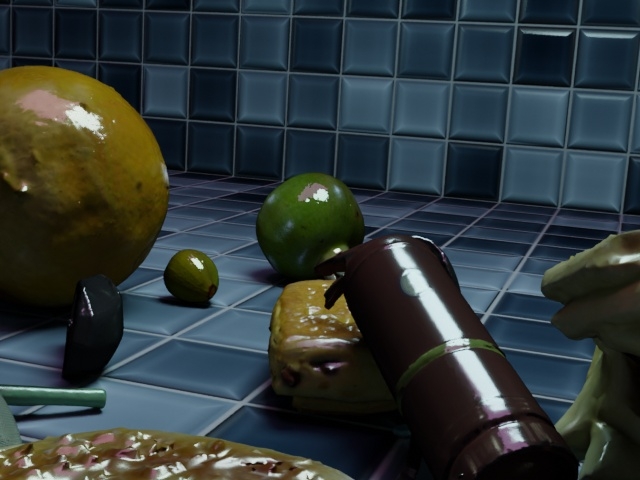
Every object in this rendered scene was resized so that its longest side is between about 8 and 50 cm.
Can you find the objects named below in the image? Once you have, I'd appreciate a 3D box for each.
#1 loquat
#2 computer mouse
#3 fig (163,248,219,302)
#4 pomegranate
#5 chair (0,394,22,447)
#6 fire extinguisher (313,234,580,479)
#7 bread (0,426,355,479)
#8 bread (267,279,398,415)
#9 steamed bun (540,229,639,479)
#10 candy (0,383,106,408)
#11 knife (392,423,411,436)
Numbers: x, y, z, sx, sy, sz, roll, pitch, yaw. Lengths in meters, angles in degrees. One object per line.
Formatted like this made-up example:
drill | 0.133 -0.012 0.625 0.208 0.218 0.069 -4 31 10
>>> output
loquat | -0.355 -0.070 1.195 0.328 0.328 0.328 3 10 -1
computer mouse | -0.242 0.089 0.980 0.057 0.099 0.172 10 10 -17
fig | -0.176 0.054 1.275 0.074 0.074 0.088 -7 33 -47
pomegranate | -0.010 -0.010 1.426 0.179 0.179 0.210 1 23 -14
chair | -0.361 0.108 0.614 0.160 0.186 0.319 39 -18 25
fire extinguisher | 0.081 0.096 0.770 0.141 0.105 0.341 -30 36 1
bread | -0.085 0.181 0.335 0.305 0.158 0.305 7 10 -1
bread | 0.051 0.112 0.955 0.210 0.099 0.235 -1 14 -2
steamed bun | 0.310 0.097 0.722 0.428 0.189 0.247 3 -10 -44
candy | -0.400 0.124 0.766 0.440 0.119 0.119 7 8 -23
knife | 0.106 0.172 0.866 0.096 0.010 0.027 -5 13 -38
